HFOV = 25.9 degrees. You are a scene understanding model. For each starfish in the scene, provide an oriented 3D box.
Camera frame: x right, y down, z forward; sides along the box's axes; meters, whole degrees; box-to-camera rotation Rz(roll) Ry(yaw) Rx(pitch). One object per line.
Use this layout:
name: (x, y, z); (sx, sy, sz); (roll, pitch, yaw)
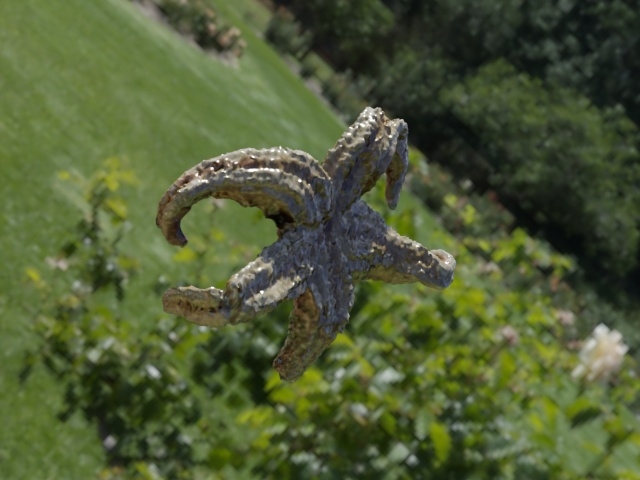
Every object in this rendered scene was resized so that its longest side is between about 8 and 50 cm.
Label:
starfish: (0.008, 0.003, 0.707); (0.053, 0.150, 0.210); (20, 3, 40)
